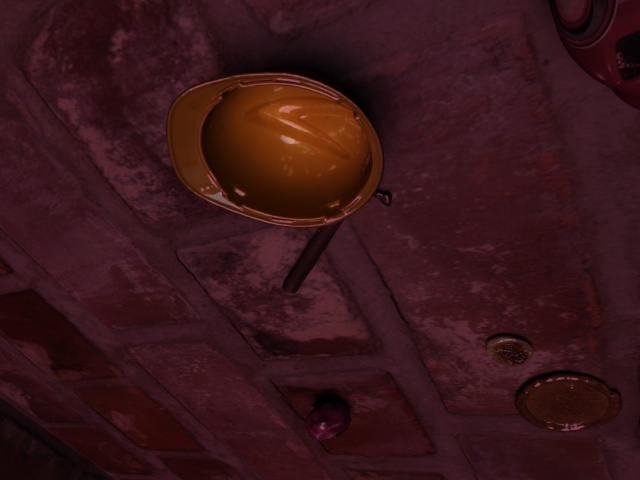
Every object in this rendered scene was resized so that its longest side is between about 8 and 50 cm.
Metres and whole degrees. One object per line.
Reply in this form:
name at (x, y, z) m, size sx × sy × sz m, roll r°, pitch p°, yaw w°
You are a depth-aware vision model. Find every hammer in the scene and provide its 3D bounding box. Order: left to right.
hammer at (0.000, 0.001, 0.742) m, size 0.125 × 0.027 × 0.297 m, roll 26°, pitch 133°, yaw -6°

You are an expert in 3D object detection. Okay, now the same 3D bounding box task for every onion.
onion at (0.016, 0.435, 1.070) m, size 0.104 × 0.115 × 0.115 m, roll 48°, pitch 147°, yaw 38°

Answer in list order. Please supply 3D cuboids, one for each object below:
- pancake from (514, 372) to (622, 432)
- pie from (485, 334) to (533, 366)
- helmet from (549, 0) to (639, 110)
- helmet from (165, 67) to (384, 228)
pancake at (0.487, 0.325, 0.866) m, size 0.199 × 0.021 × 0.199 m, roll 8°, pitch 131°, yaw 9°
pie at (0.347, 0.203, 0.808) m, size 0.085 × 0.017 × 0.085 m, roll 9°, pitch 131°, yaw 10°
helmet at (0.256, -0.228, 0.334) m, size 0.154 × 0.198 × 0.253 m, roll -1°, pitch 121°, yaw -13°
helmet at (-0.045, -0.135, 0.561) m, size 0.257 × 0.140 × 0.205 m, roll 10°, pitch 131°, yaw 2°
